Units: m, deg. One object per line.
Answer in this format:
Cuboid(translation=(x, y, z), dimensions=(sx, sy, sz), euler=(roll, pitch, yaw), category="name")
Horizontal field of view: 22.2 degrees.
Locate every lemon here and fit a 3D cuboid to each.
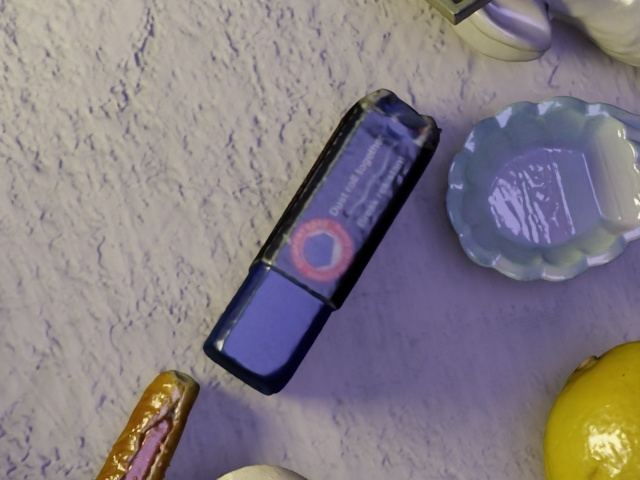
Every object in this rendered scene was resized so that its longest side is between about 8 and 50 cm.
Cuboid(translation=(0.342, 0.216, 1.721), dimensions=(0.240, 0.240, 0.219), euler=(-38, 74, -13), category="lemon")

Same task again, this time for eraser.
Cuboid(translation=(0.000, 0.000, 1.710), dimensions=(0.101, 0.155, 0.332), euler=(34, 80, -5), category="eraser")

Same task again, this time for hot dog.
Cuboid(translation=(-0.206, 0.262, 1.680), dimensions=(0.061, 0.088, 0.286), euler=(29, 74, -9), category="hot dog")

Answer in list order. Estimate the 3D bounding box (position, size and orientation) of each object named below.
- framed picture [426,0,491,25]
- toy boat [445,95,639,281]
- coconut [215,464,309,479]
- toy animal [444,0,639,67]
Cuboid(translation=(0.135, -0.381, 1.746), dimensions=(0.240, 0.020, 0.324), euler=(-37, 56, -13), category="framed picture")
Cuboid(translation=(0.265, -0.058, 1.795), dimensions=(0.290, 0.100, 0.199), euler=(-13, 88, -12), category="toy boat")
Cuboid(translation=(-0.060, 0.351, 1.625), dimensions=(0.237, 0.266, 0.237), euler=(-20, 129, -27), category="coconut")
Cuboid(translation=(0.274, -0.286, 1.789), dimensions=(0.357, 0.194, 0.257), euler=(1, 95, 1), category="toy animal")
